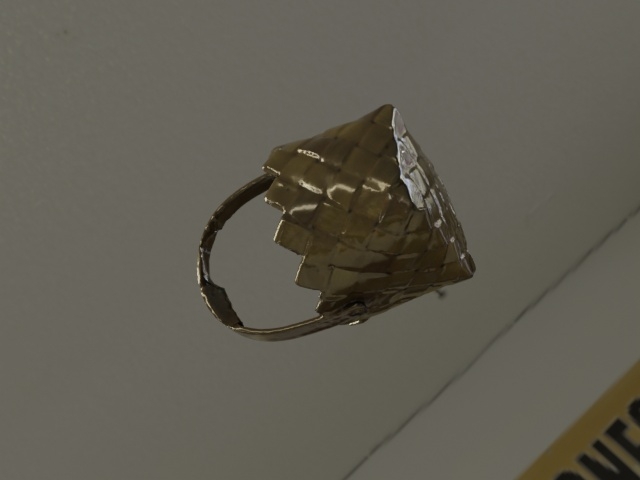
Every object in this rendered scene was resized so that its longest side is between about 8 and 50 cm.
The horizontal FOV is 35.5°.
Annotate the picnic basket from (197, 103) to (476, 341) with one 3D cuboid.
[{"bbox_3d":[0.000,0.000,0.678,0.179,0.128,0.138,-25,-34,13],"label":"picnic basket"}]
